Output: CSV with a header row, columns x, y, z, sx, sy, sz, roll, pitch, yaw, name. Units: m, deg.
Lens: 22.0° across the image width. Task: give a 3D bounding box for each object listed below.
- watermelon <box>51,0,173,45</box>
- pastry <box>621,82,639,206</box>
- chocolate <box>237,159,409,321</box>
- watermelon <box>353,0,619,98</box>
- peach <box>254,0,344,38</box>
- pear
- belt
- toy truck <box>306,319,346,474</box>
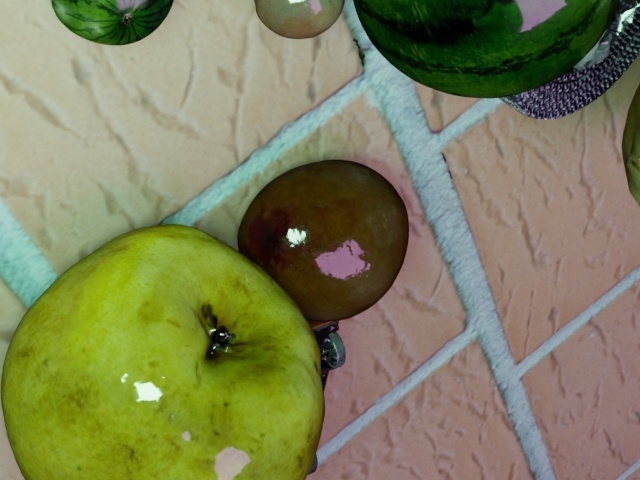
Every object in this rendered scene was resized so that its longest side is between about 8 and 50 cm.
x,y,z,sx,sy,sz,roll,pitch,yaw,name
-0.159,-0.197,1.314,0.106,0.062,0.105,-20,135,-21,watermelon
0.480,-0.184,1.751,0.409,0.245,0.409,-61,171,-17,pastry
0.000,0.000,1.618,0.177,0.177,0.176,-28,144,-22,chocolate
0.139,-0.242,1.401,0.242,0.242,0.242,-28,144,-22,watermelon
-0.019,-0.212,1.428,0.083,0.083,0.083,-28,144,-22,peach
-0.148,0.147,1.524,0.304,0.304,0.304,-28,144,-22,pear
0.258,-0.271,1.622,0.260,0.122,0.324,-18,138,-39,belt
-0.060,0.170,1.785,0.107,0.114,0.252,-19,138,-34,toy truck
